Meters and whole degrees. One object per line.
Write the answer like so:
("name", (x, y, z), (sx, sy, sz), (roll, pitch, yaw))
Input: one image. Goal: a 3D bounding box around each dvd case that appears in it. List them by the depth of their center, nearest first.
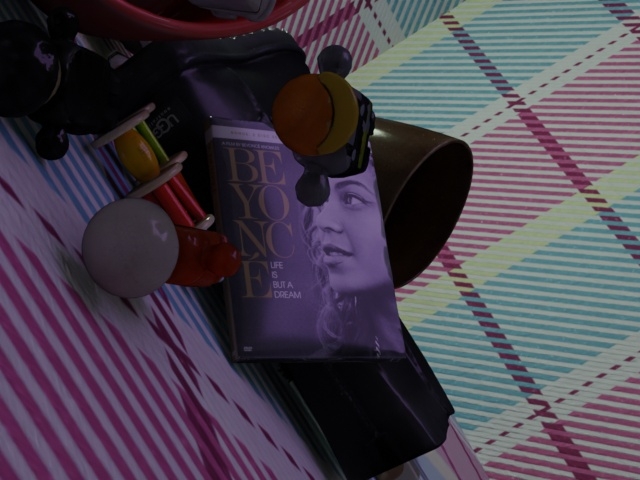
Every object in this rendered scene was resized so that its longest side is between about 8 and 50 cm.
("dvd case", (-0.013, -0.001, 0.982), (0.018, 0.165, 0.221), (-39, -126, 53))

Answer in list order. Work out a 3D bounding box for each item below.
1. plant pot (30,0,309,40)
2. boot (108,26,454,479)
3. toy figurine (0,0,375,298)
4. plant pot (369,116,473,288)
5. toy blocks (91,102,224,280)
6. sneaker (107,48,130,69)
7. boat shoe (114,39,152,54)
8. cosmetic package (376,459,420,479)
("plant pot", (-0.145, -0.282, 0.920), (0.275, 0.275, 0.243), (57, -22, -16))
("boot", (-0.001, 0.001, 1.157), (0.445, 0.146, 0.367), (54, 24, 4))
("toy figurine", (-0.086, -0.086, 0.705), (0.213, 0.209, 0.148), (58, 10, 10))
("plant pot", (0.049, -0.083, 1.493), (0.230, 0.215, 0.215), (31, -9, 28))
("toy blocks", (-0.124, -0.036, 0.929), (0.148, 0.054, 0.123), (59, 3, -12))
("sneaker", (-0.199, -0.177, 1.194), (0.037, 0.032, 0.083), (60, 5, 24))
("boat shoe", (-0.216, -0.278, 1.288), (0.324, 0.097, 0.116), (-95, -166, -72))
("cosmetic package", (0.066, 0.227, 1.268), (0.115, 0.041, 0.060), (58, 5, 6))
